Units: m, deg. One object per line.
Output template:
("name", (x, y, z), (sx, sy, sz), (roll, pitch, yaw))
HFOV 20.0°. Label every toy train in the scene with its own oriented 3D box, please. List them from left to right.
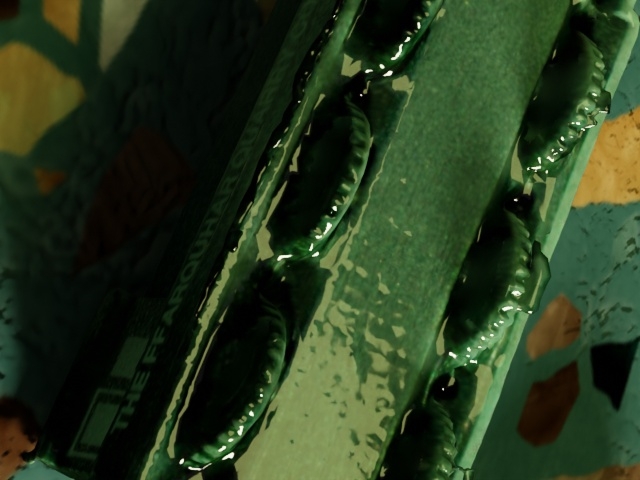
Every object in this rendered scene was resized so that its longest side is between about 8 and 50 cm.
("toy train", (0.000, 0.000, 0.753), (0.138, 0.178, 0.330), (30, 73, -25))
